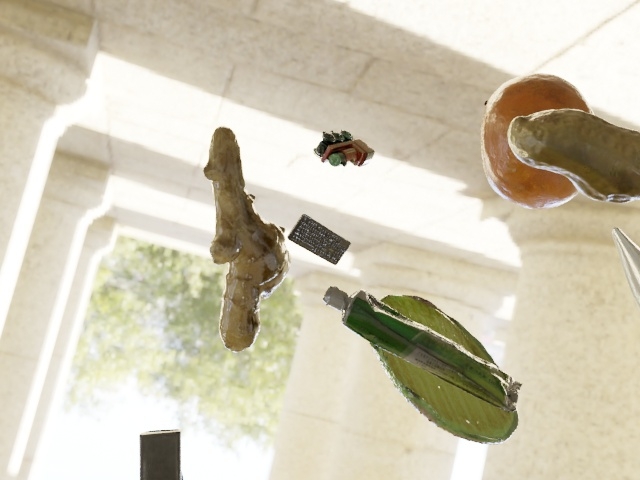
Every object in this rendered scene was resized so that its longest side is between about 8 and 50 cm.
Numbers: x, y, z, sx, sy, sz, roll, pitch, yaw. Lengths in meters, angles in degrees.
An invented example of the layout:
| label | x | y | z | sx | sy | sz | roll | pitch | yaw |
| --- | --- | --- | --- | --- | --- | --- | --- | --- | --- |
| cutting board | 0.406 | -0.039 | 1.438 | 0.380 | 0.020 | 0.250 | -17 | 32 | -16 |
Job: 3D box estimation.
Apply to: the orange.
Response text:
| label | x | y | z | sx | sy | sz | roll | pitch | yaw |
| --- | --- | --- | --- | --- | --- | --- | --- | --- | --- |
| orange | 0.452 | -0.203 | 1.981 | 0.226 | 0.284 | 0.284 | -2 | 164 | 31 |

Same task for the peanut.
| label | x | y | z | sx | sy | sz | roll | pitch | yaw |
| --- | --- | --- | --- | --- | --- | --- | --- | --- | --- |
| peanut | 0.386 | -0.123 | 1.393 | 0.236 | 0.110 | 0.120 | 17 | 165 | 7 |

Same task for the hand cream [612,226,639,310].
| label | x | y | z | sx | sy | sz | roll | pitch | yaw |
| --- | --- | --- | --- | --- | --- | --- | --- | --- | --- |
| hand cream | 0.392 | 0.060 | 1.128 | 0.079 | 0.048 | 0.255 | 55 | -163 | -18 |

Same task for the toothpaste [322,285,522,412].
| label | x | y | z | sx | sy | sz | roll | pitch | yaw |
| --- | --- | --- | --- | --- | --- | --- | --- | --- | --- |
| toothpaste | 0.115 | 0.118 | 1.085 | 0.248 | 0.047 | 0.078 | 29 | -158 | 8 |

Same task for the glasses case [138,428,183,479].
| label | x | y | z | sx | sy | sz | roll | pitch | yaw |
| --- | --- | --- | --- | --- | --- | --- | --- | --- | --- |
| glasses case | -0.264 | 0.410 | 1.588 | 0.072 | 0.191 | 0.042 | -1 | 179 | 2 |

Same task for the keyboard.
| label | x | y | z | sx | sy | sz | roll | pitch | yaw |
| --- | --- | --- | --- | --- | --- | --- | --- | --- | --- |
| keyboard | 0.000 | 0.000 | 1.638 | 0.010 | 0.053 | 0.155 | 37 | -175 | 38 |

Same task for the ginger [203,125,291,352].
| label | x | y | z | sx | sy | sz | roll | pitch | yaw |
| --- | --- | --- | --- | --- | --- | --- | --- | --- | --- |
| ginger | -0.112 | -0.001 | 1.393 | 0.148 | 0.334 | 0.081 | -25 | -153 | -27 |

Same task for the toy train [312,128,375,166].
| label | x | y | z | sx | sy | sz | roll | pitch | yaw |
| --- | --- | --- | --- | --- | --- | --- | --- | --- | --- |
| toy train | 0.034 | -0.139 | 1.495 | 0.064 | 0.044 | 0.103 | 43 | -149 | 18 |

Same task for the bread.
| label | x | y | z | sx | sy | sz | roll | pitch | yaw |
| --- | --- | --- | --- | --- | --- | --- | --- | --- | --- |
| bread | 0.189 | 0.203 | 1.509 | 0.301 | 0.045 | 0.301 | 31 | -153 | -18 |
